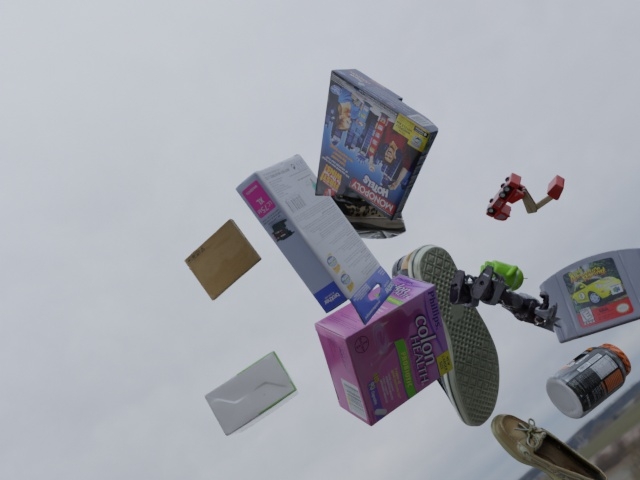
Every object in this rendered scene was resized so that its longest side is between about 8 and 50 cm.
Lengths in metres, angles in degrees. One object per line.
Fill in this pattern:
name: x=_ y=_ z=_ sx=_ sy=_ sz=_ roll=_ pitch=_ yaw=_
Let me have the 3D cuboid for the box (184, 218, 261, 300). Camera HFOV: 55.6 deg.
box: x=-0.299 y=0.059 z=1.845 sx=0.201 sy=0.164 sz=0.021 roll=-41 pitch=-17 yaw=8

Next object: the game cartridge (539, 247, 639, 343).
game cartridge: x=0.746 y=0.139 z=1.623 sx=0.294 sy=0.196 sz=0.060 roll=-29 pitch=-30 yaw=33

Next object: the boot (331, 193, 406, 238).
boot: x=0.057 y=-0.163 z=1.592 sx=0.377 sy=0.284 sz=0.138 roll=8 pitch=-16 yaw=-24

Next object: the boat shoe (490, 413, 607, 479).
boat shoe: x=0.558 y=0.513 z=1.489 sx=0.104 sy=0.285 sz=0.089 roll=-47 pitch=-17 yaw=-40

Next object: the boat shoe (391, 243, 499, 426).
boat shoe: x=0.325 y=0.248 z=1.588 sx=0.187 sy=0.500 sz=0.156 roll=-28 pitch=9 yaw=-31

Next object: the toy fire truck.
toy fire truck: x=0.544 y=-0.113 z=1.622 sx=0.047 sy=0.135 sz=0.192 roll=-62 pitch=-2 yaw=-43

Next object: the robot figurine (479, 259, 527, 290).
robot figurine: x=0.473 y=0.091 z=1.571 sx=0.101 sy=0.115 sz=0.067 roll=115 pitch=172 yaw=-58

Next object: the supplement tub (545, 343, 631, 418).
supplement tub: x=0.651 y=0.335 z=1.469 sx=0.190 sy=0.117 sz=0.117 roll=-27 pitch=-30 yaw=-21

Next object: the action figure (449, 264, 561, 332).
action figure: x=0.428 y=0.131 z=1.361 sx=0.285 sy=0.185 sz=0.099 roll=19 pitch=-95 yaw=-34

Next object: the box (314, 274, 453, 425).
box: x=0.139 y=0.226 z=1.287 sx=0.243 sy=0.117 sz=0.213 roll=-27 pitch=-68 yaw=-28

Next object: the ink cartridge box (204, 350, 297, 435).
ink cartridge box: x=-0.171 y=0.414 z=1.627 sx=0.207 sy=0.119 sz=0.353 roll=-32 pitch=-13 yaw=-9

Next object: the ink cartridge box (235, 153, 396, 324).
ink cartridge box: x=0.000 y=0.000 z=1.070 sx=0.065 sy=0.311 sz=0.186 roll=-39 pitch=-1 yaw=28

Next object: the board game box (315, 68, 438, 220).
board game box: x=0.071 y=-0.126 z=0.913 sx=0.060 sy=0.194 sz=0.194 roll=-18 pitch=-41 yaw=-44
